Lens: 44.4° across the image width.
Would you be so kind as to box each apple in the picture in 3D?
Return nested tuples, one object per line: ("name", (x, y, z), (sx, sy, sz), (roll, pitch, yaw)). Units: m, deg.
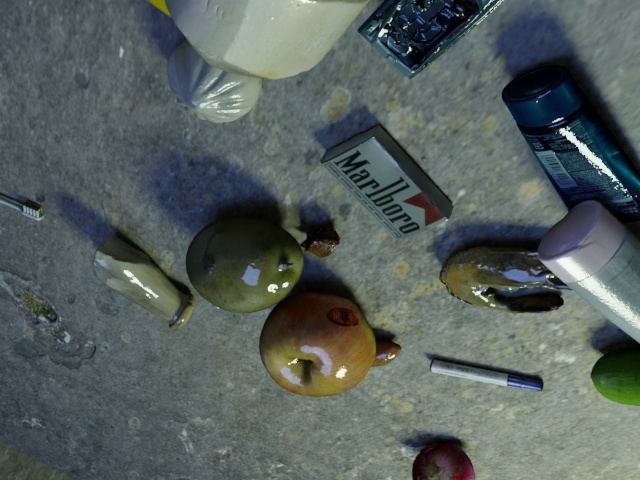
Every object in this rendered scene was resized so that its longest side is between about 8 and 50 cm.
("apple", (-0.002, 0.184, 1.421), (0.210, 0.164, 0.209), (13, 128, 17))

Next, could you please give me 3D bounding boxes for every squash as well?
("squash", (0.575, 0.191, 1.139), (0.379, 0.101, 0.101), (-15, 126, 40))

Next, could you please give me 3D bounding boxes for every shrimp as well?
("shrimp", (0.304, 0.070, 1.196), (0.253, 0.058, 0.173), (5, 144, 26))

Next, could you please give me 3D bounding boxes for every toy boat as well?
("toy boat", (0.140, -0.269, 0.854), (0.093, 0.103, 0.246), (39, 138, -15))

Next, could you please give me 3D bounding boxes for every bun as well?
("bun", (-0.157, -0.215, 1.098), (0.138, 0.094, 0.138), (13, 140, 11))

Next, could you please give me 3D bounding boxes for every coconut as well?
("coconut", (-0.049, -0.298, 0.841), (0.241, 0.241, 0.241), (16, 142, 13))

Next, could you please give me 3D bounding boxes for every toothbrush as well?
("toothbrush", (-0.722, -0.114, 1.606), (0.342, 0.025, 0.030), (21, 136, 7))

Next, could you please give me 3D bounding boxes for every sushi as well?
("sushi", (0.000, 0.000, 1.291), (0.047, 0.050, 0.099), (33, 152, -14))

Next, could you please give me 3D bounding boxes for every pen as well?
("pen", (0.301, 0.246, 1.427), (0.204, 0.025, 0.025), (8, 139, 22))

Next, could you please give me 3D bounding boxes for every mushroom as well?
("mushroom", (-0.359, 0.082, 1.568), (0.108, 0.096, 0.247), (-17, 130, 42))

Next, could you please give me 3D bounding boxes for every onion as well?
("onion", (0.281, 0.507, 1.685), (0.140, 0.150, 0.150), (17, 156, -42))

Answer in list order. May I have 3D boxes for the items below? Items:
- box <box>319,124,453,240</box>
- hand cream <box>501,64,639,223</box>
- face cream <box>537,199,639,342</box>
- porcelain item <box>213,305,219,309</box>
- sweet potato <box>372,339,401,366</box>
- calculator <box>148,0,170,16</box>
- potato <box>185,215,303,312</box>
("box", (0.097, -0.081, 1.151), (0.177, 0.036, 0.115), (44, 139, -21))
("hand cream", (0.326, -0.101, 0.980), (0.120, 0.061, 0.270), (-11, 134, 41))
("face cream", (0.413, 0.057, 1.063), (0.269, 0.073, 0.107), (36, 102, -26))
("porcelain item", (-0.206, 0.102, 1.553), (0.036, 0.028, 0.083), (14, 140, 20))
("sweet potato", (0.077, 0.230, 1.524), (0.050, 0.050, 0.214), (40, 145, -17))
("calculator", (-0.193, -0.355, 1.002), (0.235, 0.032, 0.146), (36, 142, -15))
("potato", (-0.123, 0.042, 1.335), (0.174, 0.159, 0.251), (18, 164, -34))
